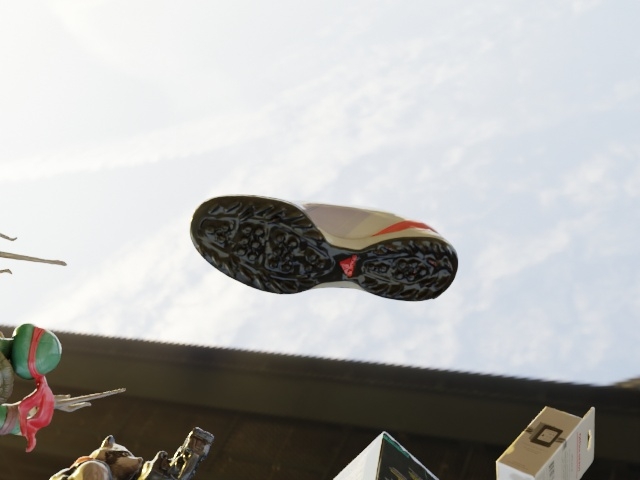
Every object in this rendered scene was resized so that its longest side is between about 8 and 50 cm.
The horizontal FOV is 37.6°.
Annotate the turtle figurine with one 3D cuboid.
[{"bbox_3d":[-0.273,0.079,0.697,0.234,0.175,0.118,-4,-168,2],"label":"turtle figurine"}]

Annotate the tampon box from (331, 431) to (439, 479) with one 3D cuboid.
[{"bbox_3d":[0.057,0.259,0.785,0.101,0.120,0.161,-46,-179,12],"label":"tampon box"}]

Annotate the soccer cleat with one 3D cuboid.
[{"bbox_3d":[0.000,0.000,1.094,0.318,0.109,0.116,8,-160,-17],"label":"soccer cleat"}]

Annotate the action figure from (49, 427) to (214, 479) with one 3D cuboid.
[{"bbox_3d":[-0.289,0.338,1.146,0.341,0.178,0.330,-53,-175,20],"label":"action figure"}]

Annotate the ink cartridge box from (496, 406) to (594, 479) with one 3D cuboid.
[{"bbox_3d":[0.317,0.309,1.314,0.060,0.104,0.180,14,-147,37],"label":"ink cartridge box"}]
